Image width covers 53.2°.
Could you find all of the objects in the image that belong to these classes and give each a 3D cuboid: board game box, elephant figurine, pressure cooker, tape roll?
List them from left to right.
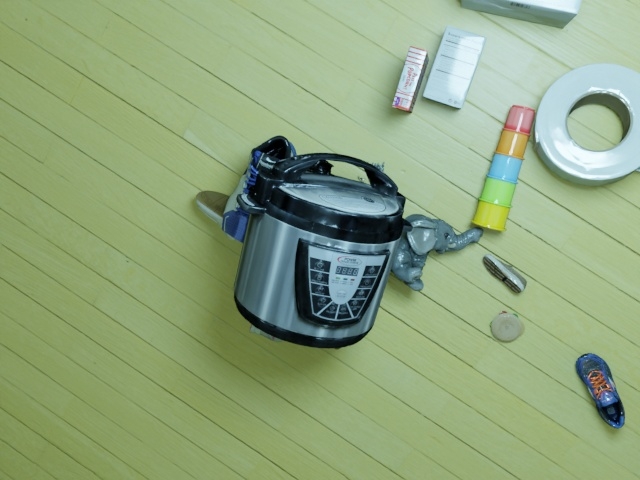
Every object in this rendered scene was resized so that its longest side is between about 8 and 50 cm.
[{"bbox_3d":[-0.004,-0.002,1.521,0.376,0.370,0.420,22,109,19],"label":"pressure cooker"},{"bbox_3d":[0.226,-0.396,1.595,0.045,0.193,0.146,18,103,7],"label":"board game box"},{"bbox_3d":[0.272,-0.001,1.692,0.239,0.186,0.169,-51,44,4],"label":"elephant figurine"},{"bbox_3d":[0.664,-0.276,1.546,0.286,0.100,0.286,-1,86,15],"label":"tape roll"}]

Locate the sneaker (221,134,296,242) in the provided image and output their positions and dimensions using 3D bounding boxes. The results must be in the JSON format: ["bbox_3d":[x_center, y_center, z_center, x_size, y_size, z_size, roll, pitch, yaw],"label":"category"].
[{"bbox_3d":[-0.164,-0.151,1.668,0.128,0.182,0.315,26,81,2],"label":"sneaker"}]

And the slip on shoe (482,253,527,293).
[{"bbox_3d":[0.493,0.081,1.705,0.135,0.051,0.041,42,65,10],"label":"slip on shoe"}]

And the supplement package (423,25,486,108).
[{"bbox_3d":[0.336,-0.433,1.613,0.105,0.105,0.179,20,102,7],"label":"supplement package"}]

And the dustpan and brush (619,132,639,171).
[{"bbox_3d":[0.771,-0.215,1.588,0.211,0.060,0.147,-29,93,16],"label":"dustpan and brush"}]

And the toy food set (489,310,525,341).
[{"bbox_3d":[0.506,0.234,1.737,0.083,0.020,0.082,-38,91,15],"label":"toy food set"}]

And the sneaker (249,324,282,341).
[{"bbox_3d":[-0.094,0.182,1.811,0.111,0.103,0.252,33,110,-1],"label":"sneaker"}]

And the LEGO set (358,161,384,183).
[{"bbox_3d":[0.141,-0.185,1.734,0.054,0.023,0.083,34,104,4],"label":"LEGO set"}]

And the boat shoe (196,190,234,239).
[{"bbox_3d":[-0.237,-0.041,1.797,0.277,0.098,0.096,32,130,8],"label":"boat shoe"}]

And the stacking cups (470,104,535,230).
[{"bbox_3d":[0.478,-0.184,1.633,0.096,0.096,0.316,17,102,8],"label":"stacking cups"}]

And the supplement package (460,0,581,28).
[{"bbox_3d":[0.478,-0.613,1.504,0.262,0.204,0.145,15,101,9],"label":"supplement package"}]

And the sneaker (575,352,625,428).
[{"bbox_3d":[0.748,0.396,1.683,0.083,0.087,0.221,-30,93,13],"label":"sneaker"}]
